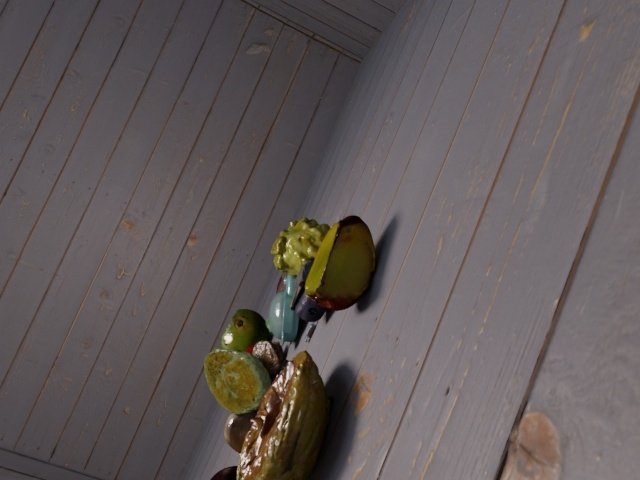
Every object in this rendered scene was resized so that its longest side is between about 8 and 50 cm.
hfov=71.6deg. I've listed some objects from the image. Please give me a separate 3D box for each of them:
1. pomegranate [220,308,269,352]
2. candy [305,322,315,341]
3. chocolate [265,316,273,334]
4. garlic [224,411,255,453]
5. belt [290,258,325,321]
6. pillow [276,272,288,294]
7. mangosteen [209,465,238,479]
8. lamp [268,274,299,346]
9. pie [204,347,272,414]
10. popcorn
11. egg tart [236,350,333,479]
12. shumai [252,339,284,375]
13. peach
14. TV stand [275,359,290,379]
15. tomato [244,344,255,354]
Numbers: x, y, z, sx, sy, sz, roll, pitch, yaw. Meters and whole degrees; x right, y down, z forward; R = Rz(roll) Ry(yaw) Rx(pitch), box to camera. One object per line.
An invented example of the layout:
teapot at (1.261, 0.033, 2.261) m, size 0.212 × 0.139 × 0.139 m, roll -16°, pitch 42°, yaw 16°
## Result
pomegranate at (-0.371, 0.535, 2.312) m, size 0.309 × 0.216 × 0.358 m, roll -77°, pitch -15°, yaw -47°
candy at (-0.036, 0.315, 1.545) m, size 0.083 × 0.020 × 0.030 m, roll -66°, pitch 11°, yaw -3°
chocolate at (-0.135, 0.279, 1.938) m, size 0.291 × 0.110 × 0.110 m, roll -59°, pitch 12°, yaw 22°
garlic at (-0.348, 0.777, 1.864) m, size 0.087 × 0.102 × 0.195 m, roll 133°, pitch 158°, yaw -66°
belt at (-0.028, 0.170, 1.495) m, size 0.126 × 0.140 × 0.230 m, roll -59°, pitch 14°, yaw 31°
pillow at (-0.173, 0.220, 2.293) m, size 0.236 × 0.084 × 0.223 m, roll -78°, pitch 13°, yaw -58°
mangosteen at (-0.209, 0.688, 1.186) m, size 0.230 × 0.194 × 0.194 m, roll -41°, pitch 12°, yaw 1°
lamp at (-0.125, 0.267, 1.754) m, size 0.209 × 0.147 × 0.283 m, roll 152°, pitch 142°, yaw -81°
pie at (-0.343, 0.561, 1.793) m, size 0.323 × 0.323 × 0.070 m, roll -61°, pitch -13°, yaw 27°
popcorn at (-0.040, 0.029, 1.699) m, size 0.241 × 0.250 × 0.235 m, roll -70°, pitch -28°, yaw -20°
egg tart at (-0.068, 0.437, 1.051) m, size 0.339 × 0.153 × 0.351 m, roll -60°, pitch 11°, yaw 29°
shumai at (-0.202, 0.478, 1.804) m, size 0.123 × 0.105 × 0.139 m, roll -51°, pitch 45°, yaw 9°
peach at (0.059, 0.067, 1.222) m, size 0.154 × 0.159 × 0.267 m, roll -30°, pitch 38°, yaw 56°
TV stand at (-0.157, 0.552, 1.571) m, size 0.049 × 0.040 × 0.256 m, roll 163°, pitch 130°, yaw -77°
tomato at (-0.283, 0.532, 1.905) m, size 0.195 × 0.136 × 0.195 m, roll -45°, pitch -6°, yaw -6°
